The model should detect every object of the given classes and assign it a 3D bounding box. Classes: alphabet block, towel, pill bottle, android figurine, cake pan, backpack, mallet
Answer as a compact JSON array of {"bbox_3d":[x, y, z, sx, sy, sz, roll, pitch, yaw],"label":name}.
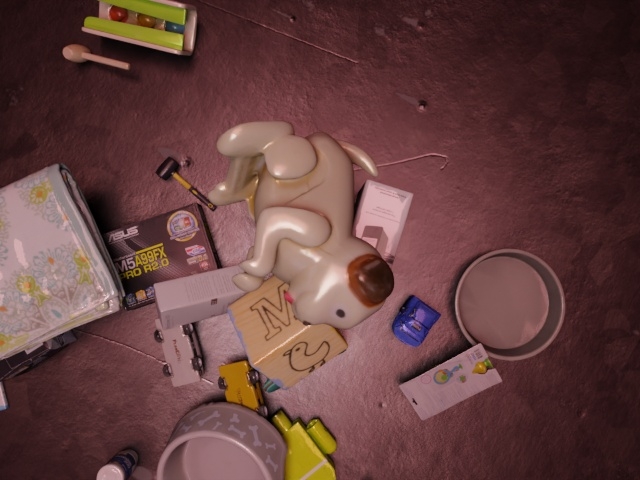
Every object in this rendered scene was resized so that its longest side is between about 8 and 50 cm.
[{"bbox_3d":[-0.080,0.213,1.146,0.197,0.192,0.193,-35,51,-1],"label":"alphabet block"},{"bbox_3d":[-0.670,0.049,1.085,0.320,0.090,0.375,-24,88,-3],"label":"towel"},{"bbox_3d":[-0.513,0.582,1.190,0.066,0.120,0.067,0,87,-1],"label":"pill bottle"},{"bbox_3d":[-0.070,0.589,1.225,0.248,0.056,0.273,-40,88,-2],"label":"android figurine"},{"bbox_3d":[0.499,0.169,1.250,0.292,0.054,0.294,0,87,0],"label":"cake pan"},{"bbox_3d":[0.244,0.215,1.225,0.097,0.101,0.120,36,91,8],"label":"backpack"},{"bbox_3d":[-0.368,-0.141,1.273,0.062,0.039,0.190,-42,92,-3],"label":"mallet"}]

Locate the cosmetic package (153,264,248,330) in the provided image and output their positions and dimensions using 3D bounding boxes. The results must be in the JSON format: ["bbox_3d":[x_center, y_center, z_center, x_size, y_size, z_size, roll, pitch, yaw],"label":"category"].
[{"bbox_3d":[-0.291,0.140,1.170,0.230,0.117,0.086,-14,62,-23],"label":"cosmetic package"}]

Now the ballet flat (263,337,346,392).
[{"bbox_3d":[-0.051,0.308,1.237,0.247,0.083,0.087,-29,63,-2],"label":"ballet flat"}]

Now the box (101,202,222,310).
[{"bbox_3d":[-0.419,0.044,1.248,0.269,0.060,0.217,-18,88,-1],"label":"box"}]

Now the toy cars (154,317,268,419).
[{"bbox_3d":[-0.279,0.339,1.224,0.393,0.087,0.177,35,99,6],"label":"toy cars"}]

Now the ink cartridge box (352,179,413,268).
[{"bbox_3d":[0.119,0.014,1.179,0.121,0.211,0.290,17,88,-1],"label":"ink cartridge box"}]

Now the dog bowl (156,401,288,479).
[{"bbox_3d":[-0.244,0.586,1.153,0.348,0.102,0.350,2,100,12],"label":"dog bowl"}]

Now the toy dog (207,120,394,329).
[{"bbox_3d":[-0.015,-0.006,0.983,0.395,0.284,0.408,-15,72,-34],"label":"toy dog"}]

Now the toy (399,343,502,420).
[{"bbox_3d":[0.339,0.364,1.230,0.237,0.056,0.137,-30,108,12],"label":"toy"}]

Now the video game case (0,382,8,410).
[{"bbox_3d":[-0.918,0.386,1.251,0.119,0.015,0.167,-16,88,-1],"label":"video game case"}]

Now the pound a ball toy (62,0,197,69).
[{"bbox_3d":[-0.509,-0.561,1.260,0.318,0.136,0.208,13,112,0],"label":"pound a ball toy"}]

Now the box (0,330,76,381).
[{"bbox_3d":[-0.784,0.204,1.199,0.163,0.142,0.247,-33,89,-3],"label":"box"}]
